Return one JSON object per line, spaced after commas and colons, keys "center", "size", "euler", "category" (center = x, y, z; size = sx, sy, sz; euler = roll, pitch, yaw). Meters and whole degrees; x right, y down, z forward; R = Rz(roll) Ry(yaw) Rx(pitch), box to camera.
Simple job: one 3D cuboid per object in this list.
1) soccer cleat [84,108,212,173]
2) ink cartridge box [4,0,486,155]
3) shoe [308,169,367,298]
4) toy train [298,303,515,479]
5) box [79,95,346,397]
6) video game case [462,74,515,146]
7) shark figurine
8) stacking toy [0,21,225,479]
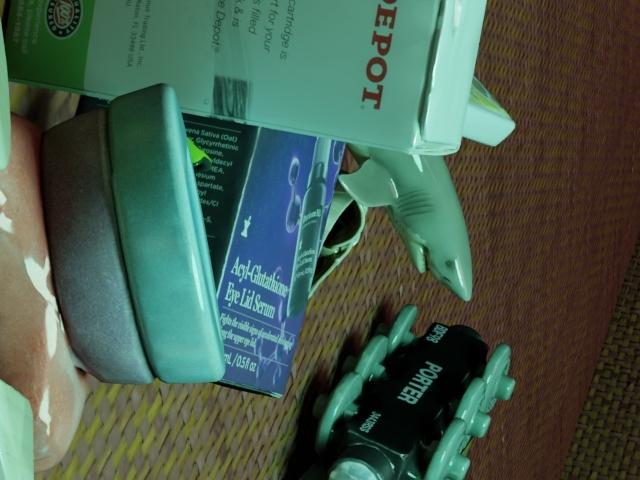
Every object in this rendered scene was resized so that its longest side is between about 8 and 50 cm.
{"center": [-0.119, 0.018, 0.825], "size": [0.179, 0.072, 0.060], "euler": [-62, 162, 3], "category": "soccer cleat"}
{"center": [-0.029, -0.136, 0.795], "size": [0.092, 0.219, 0.160], "euler": [-6, 108, -71], "category": "ink cartridge box"}
{"center": [0.000, 0.000, 1.235], "size": [0.219, 0.058, 0.076], "euler": [-39, 138, -63], "category": "shoe"}
{"center": [0.068, 0.187, 1.464], "size": [0.334, 0.142, 0.190], "euler": [-42, 152, -64], "category": "toy train"}
{"center": [-0.067, -0.025, 0.937], "size": [0.153, 0.108, 0.207], "euler": [27, 76, -71], "category": "box"}
{"center": [0.019, -0.147, 0.992], "size": [0.026, 0.206, 0.227], "euler": [-43, 165, 14], "category": "video game case"}
{"center": [0.050, -0.099, 1.210], "size": [0.278, 0.116, 0.166], "euler": [49, 17, -39], "category": "shark figurine"}
{"center": [-0.081, -0.045, 0.618], "size": [0.279, 0.130, 0.309], "euler": [-102, -177, -63], "category": "stacking toy"}
